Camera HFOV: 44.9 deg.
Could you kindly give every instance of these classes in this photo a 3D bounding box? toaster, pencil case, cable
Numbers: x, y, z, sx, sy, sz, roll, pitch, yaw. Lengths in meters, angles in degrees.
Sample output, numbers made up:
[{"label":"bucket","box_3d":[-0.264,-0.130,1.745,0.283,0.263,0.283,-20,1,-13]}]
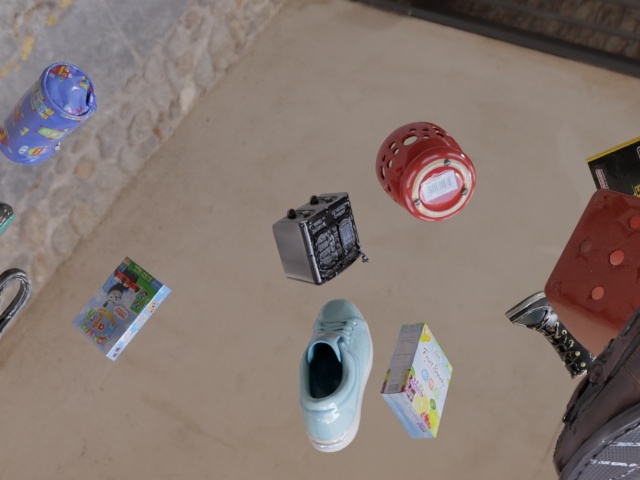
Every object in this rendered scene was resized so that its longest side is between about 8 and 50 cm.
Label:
[{"label":"toaster","box_3d":[0.000,0.000,1.705,0.168,0.110,0.186,-34,119,-39]},{"label":"pencil case","box_3d":[-0.579,-0.259,1.644,0.133,0.306,0.120,18,63,-34]},{"label":"cable","box_3d":[-0.602,0.189,1.398,0.287,0.072,0.139,-47,131,-1]}]

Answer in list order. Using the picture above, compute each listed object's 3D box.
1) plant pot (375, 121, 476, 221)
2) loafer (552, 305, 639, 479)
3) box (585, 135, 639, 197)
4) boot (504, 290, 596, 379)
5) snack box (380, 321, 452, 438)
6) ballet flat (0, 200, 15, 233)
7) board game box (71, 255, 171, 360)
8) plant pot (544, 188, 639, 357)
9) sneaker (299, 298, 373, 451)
[{"label":"plant pot","box_3d":[0.232,-0.141,1.674,0.191,0.174,0.191,-7,119,-12]},{"label":"loafer","box_3d":[0.281,0.095,0.625,0.109,0.095,0.303,8,131,-23]},{"label":"box","box_3d":[0.639,-0.039,1.403,0.079,0.322,0.257,-17,177,-21]},{"label":"boot","box_3d":[0.494,0.199,1.612,0.236,0.179,0.085,2,146,-49]},{"label":"snack box","box_3d":[0.229,0.325,1.805,0.175,0.070,0.207,56,38,-31]},{"label":"ballet flat","box_3d":[-0.769,-0.004,1.751,0.280,0.096,0.095,-50,-172,36]},{"label":"board game box","box_3d":[-0.482,0.161,1.866,0.212,0.160,0.039,-53,145,-9]},{"label":"plant pot","box_3d":[0.491,0.065,1.126,0.235,0.267,0.267,27,92,-32]},{"label":"sneaker","box_3d":[0.031,0.219,1.505,0.366,0.135,0.150,-87,170,-51]}]
